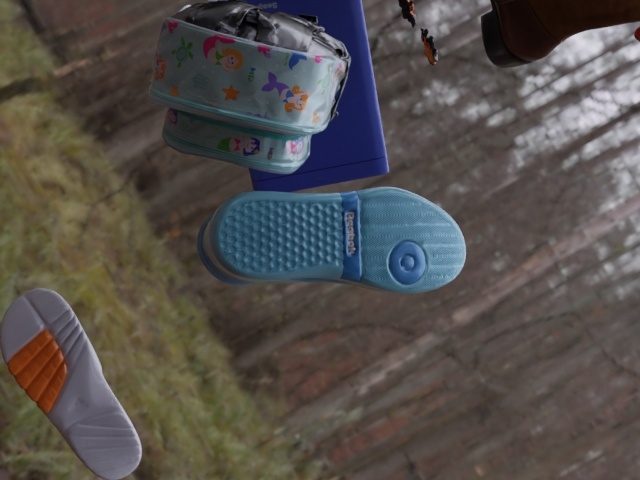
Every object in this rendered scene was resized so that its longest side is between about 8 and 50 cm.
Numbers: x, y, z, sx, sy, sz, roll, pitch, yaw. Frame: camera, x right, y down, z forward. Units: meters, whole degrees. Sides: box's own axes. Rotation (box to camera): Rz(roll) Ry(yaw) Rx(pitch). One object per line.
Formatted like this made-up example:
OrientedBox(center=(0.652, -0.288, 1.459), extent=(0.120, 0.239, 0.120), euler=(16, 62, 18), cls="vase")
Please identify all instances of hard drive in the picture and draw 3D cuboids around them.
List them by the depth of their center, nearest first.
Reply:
OrientedBox(center=(-0.026, -0.223, 1.612), extent=(0.040, 0.210, 0.319), euler=(-97, 176, -57), cls="hard drive")

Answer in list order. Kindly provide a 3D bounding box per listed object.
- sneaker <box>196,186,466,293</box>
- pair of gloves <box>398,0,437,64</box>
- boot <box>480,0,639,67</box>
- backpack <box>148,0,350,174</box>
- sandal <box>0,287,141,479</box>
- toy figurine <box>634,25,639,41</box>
OrientedBox(center=(0.000, 0.000, 1.340), extent=(0.208, 0.319, 0.127), euler=(172, -76, -69), cls="sneaker")
OrientedBox(center=(0.107, -0.234, 1.216), extent=(0.083, 0.010, 0.074), euler=(62, 1, 6), cls="pair of gloves")
OrientedBox(center=(0.273, -0.356, 1.301), extent=(0.280, 0.096, 0.264), euler=(-14, -99, 64), cls="boot")
OrientedBox(center=(-0.084, -0.182, 1.269), extent=(0.253, 0.225, 0.191), euler=(-82, -174, -81), cls="backpack")
OrientedBox(center=(-0.319, 0.185, 1.394), extent=(0.265, 0.102, 0.076), euler=(63, -14, -11), cls="sandal")
OrientedBox(center=(0.549, -0.343, 1.535), extent=(0.362, 0.217, 0.191), euler=(49, 11, -1), cls="toy figurine")
